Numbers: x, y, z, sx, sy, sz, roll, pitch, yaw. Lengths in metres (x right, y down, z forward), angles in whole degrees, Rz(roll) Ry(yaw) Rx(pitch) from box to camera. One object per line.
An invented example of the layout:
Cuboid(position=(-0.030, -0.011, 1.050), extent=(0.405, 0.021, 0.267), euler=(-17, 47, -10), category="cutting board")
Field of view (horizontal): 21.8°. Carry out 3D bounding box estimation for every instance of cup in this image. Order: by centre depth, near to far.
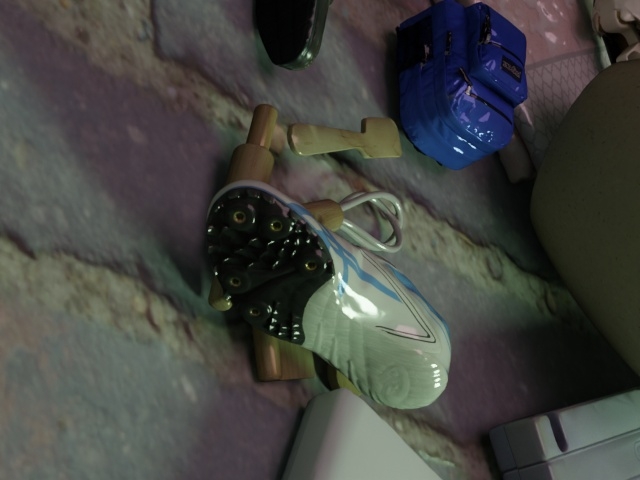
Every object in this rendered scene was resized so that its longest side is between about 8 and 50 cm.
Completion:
Cuboid(position=(0.320, -0.029, 1.404), extent=(0.237, 0.331, 0.331), euler=(30, 28, 23), category="cup")

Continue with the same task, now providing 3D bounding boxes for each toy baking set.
Cuboid(position=(-0.004, -0.002, 1.196), extent=(0.197, 0.030, 0.256), euler=(37, 52, -43), category="toy baking set")

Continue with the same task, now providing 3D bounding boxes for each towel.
Cuboid(position=(0.213, -0.225, 1.570), extent=(0.332, 0.053, 0.317), euler=(-19, 87, -55), category="towel")

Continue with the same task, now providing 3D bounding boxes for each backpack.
Cuboid(position=(0.115, -0.127, 1.353), extent=(0.098, 0.101, 0.120), euler=(27, 55, -33), category="backpack")

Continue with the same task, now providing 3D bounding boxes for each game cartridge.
Cuboid(position=(0.279, 0.238, 1.403), extent=(0.355, 0.068, 0.230), euler=(-5, 79, -53), category="game cartridge")

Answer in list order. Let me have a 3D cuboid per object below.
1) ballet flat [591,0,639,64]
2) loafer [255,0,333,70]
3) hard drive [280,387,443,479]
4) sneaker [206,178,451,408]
Cuboid(position=(0.295, -0.184, 1.554), extent=(0.074, 0.074, 0.203), euler=(-7, 80, -53), category="ballet flat")
Cuboid(position=(-0.009, -0.196, 1.266), extent=(0.061, 0.062, 0.170), euler=(35, 48, -43), category="loafer")
Cuboid(position=(0.030, 0.300, 1.061), extent=(0.233, 0.047, 0.353), euler=(47, 41, -25), category="hard drive")
Cuboid(position=(0.004, 0.029, 1.110), extent=(0.237, 0.085, 0.086), euler=(42, 28, -38), category="sneaker")
